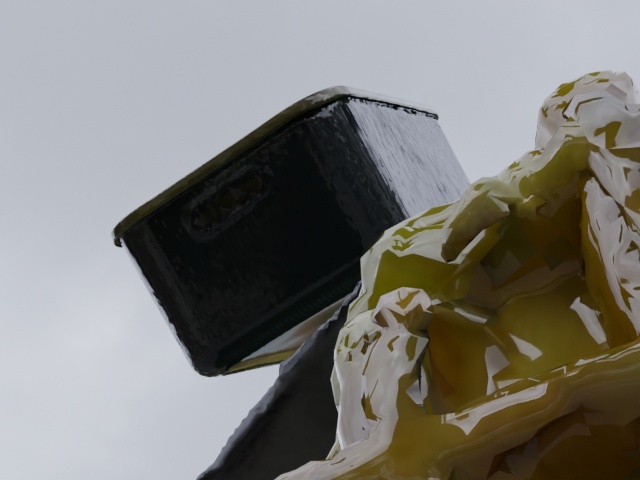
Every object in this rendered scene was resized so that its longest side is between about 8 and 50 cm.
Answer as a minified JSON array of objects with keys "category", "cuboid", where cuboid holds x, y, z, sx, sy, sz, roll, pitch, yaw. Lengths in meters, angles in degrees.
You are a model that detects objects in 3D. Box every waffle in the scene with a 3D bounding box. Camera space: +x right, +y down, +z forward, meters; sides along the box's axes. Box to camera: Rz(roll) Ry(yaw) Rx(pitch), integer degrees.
[{"category":"waffle","cuboid":[0.139,0.108,0.323,0.382,0.380,0.095,16,-29,26]}]

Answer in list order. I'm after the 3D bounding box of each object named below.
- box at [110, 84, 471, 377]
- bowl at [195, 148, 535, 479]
[{"category":"box","cuboid":[0.000,0.000,0.961,0.144,0.090,0.201,-32,-10,16]},{"category":"bowl","cuboid":[0.106,0.127,0.877,0.354,0.185,0.354,-39,-21,-18]}]
